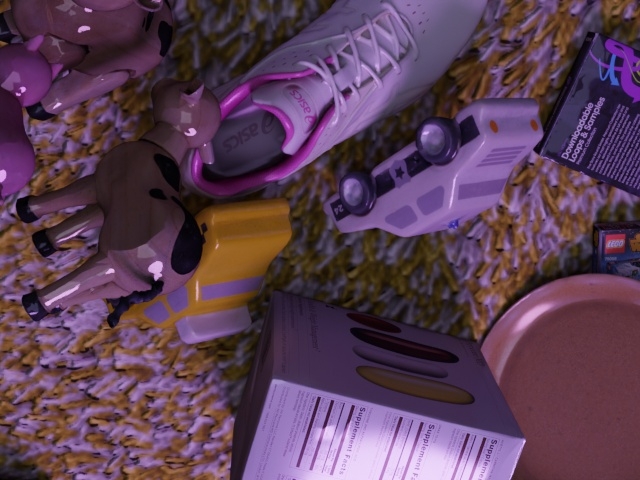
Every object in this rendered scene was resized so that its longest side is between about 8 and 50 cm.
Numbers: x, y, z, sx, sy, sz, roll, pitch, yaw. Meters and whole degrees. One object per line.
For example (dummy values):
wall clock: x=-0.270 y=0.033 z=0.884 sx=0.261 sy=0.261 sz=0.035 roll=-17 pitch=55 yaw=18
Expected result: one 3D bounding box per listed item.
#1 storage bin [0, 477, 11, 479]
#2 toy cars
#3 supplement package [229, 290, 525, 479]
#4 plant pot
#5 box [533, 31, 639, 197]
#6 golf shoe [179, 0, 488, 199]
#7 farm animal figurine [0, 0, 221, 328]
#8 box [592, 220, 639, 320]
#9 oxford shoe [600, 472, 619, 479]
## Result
storage bin: x=-0.315 y=0.325 z=0.864 sx=0.084 sy=0.122 sz=0.180 roll=15 pitch=105 yaw=-6
toy cars: x=0.000 y=0.000 z=0.750 sx=0.393 sy=0.176 sz=0.087 roll=-22 pitch=79 yaw=4
supplement package: x=0.037 y=0.163 z=0.796 sx=0.203 sy=0.194 sz=0.149 roll=15 pitch=106 yaw=-8
plant pot: x=0.244 y=0.148 z=0.819 sx=0.032 sy=0.236 sz=0.236 roll=18 pitch=110 yaw=-53
box: x=0.285 y=-0.100 z=0.818 sx=0.162 sy=0.029 sz=0.116 roll=21 pitch=103 yaw=-10
golf shoe: x=0.013 y=-0.125 z=0.742 sx=0.306 sy=0.140 sz=0.115 roll=-36 pitch=103 yaw=6
farm animal figurine: x=-0.160 y=-0.141 z=0.633 sx=0.172 sy=0.327 sz=0.330 roll=-23 pitch=107 yaw=3
box: x=0.321 y=0.027 z=0.857 sx=0.137 sy=0.027 sz=0.094 roll=-3 pitch=107 yaw=-2
oxford shoe: x=0.211 y=0.303 z=0.901 sx=0.098 sy=0.097 sz=0.271 roll=28 pitch=117 yaw=-35
